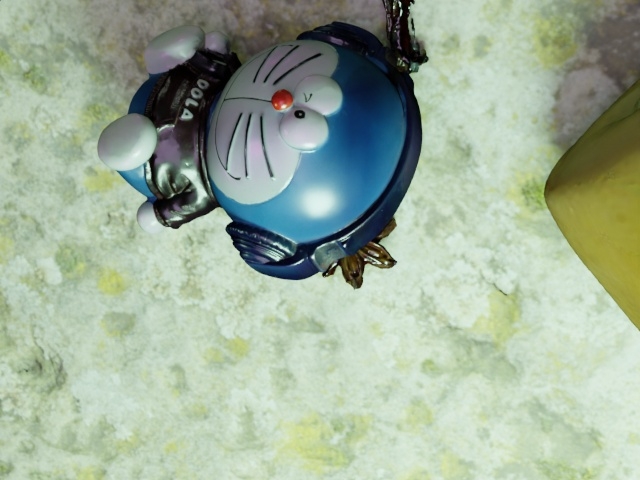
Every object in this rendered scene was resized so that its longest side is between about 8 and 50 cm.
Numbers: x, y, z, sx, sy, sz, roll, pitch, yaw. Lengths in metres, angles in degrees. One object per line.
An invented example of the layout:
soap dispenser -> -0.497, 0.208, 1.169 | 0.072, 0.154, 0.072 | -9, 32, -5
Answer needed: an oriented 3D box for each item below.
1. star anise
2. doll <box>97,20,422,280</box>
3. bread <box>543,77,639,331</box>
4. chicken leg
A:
star anise -> 0.000, 0.000, 1.125 | 0.191, 0.070, 0.097 | 16, 83, 9
doll -> -0.046, -0.103, 1.016 | 0.310, 0.240, 0.284 | 5, 71, 26
bread -> 0.450, -0.010, 0.923 | 0.348, 0.253, 0.376 | -37, 98, 17
chicken leg -> 0.053, -0.299, 1.023 | 0.106, 0.051, 0.253 | -30, 100, 25
